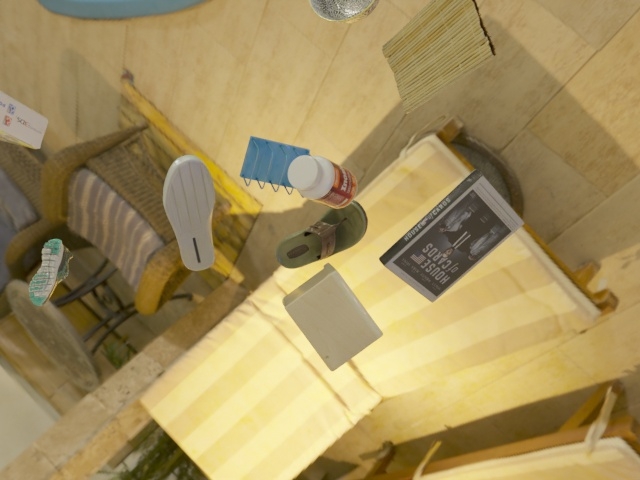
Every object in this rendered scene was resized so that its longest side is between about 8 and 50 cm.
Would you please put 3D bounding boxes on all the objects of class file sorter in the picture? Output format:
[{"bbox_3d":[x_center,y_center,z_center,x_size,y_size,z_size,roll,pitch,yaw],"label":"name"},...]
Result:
[{"bbox_3d":[-0.113,-0.192,1.641,0.104,0.170,0.118,-120,45,-60],"label":"file sorter"}]

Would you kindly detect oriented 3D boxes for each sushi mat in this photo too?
[{"bbox_3d":[0.207,-0.353,1.142,0.151,0.019,0.316,67,160,-2],"label":"sushi mat"}]

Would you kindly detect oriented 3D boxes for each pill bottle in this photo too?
[{"bbox_3d":[0.004,-0.115,1.190,0.086,0.152,0.086,-5,81,29],"label":"pill bottle"}]

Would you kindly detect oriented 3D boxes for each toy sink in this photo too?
[{"bbox_3d":[0.015,0.147,1.234,0.152,0.131,0.234,54,179,-4],"label":"toy sink"}]

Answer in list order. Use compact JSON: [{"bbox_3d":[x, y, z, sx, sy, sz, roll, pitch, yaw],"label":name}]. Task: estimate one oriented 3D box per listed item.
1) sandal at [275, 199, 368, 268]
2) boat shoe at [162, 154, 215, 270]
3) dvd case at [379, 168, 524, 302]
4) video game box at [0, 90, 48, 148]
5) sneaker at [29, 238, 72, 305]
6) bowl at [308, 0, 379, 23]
[{"bbox_3d":[0.000,0.002,1.624,0.303,0.086,0.120,-33,94,26],"label":"sandal"},{"bbox_3d":[-0.324,-0.077,1.494,0.119,0.121,0.335,-118,26,-44],"label":"boat shoe"},{"bbox_3d":[0.248,-0.001,1.149,0.179,0.239,0.029,36,-165,-39],"label":"dvd case"},{"bbox_3d":[-0.452,-0.171,0.690,0.205,0.048,0.187,15,170,17],"label":"video game box"},{"bbox_3d":[-0.643,0.084,1.482,0.065,0.166,0.076,4,157,18],"label":"sneaker"},{"bbox_3d":[0.066,-0.519,1.283,0.170,0.170,0.080,27,-178,26],"label":"bowl"}]
